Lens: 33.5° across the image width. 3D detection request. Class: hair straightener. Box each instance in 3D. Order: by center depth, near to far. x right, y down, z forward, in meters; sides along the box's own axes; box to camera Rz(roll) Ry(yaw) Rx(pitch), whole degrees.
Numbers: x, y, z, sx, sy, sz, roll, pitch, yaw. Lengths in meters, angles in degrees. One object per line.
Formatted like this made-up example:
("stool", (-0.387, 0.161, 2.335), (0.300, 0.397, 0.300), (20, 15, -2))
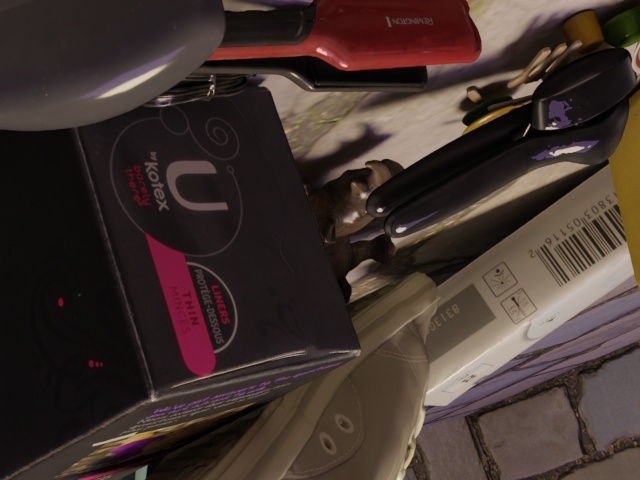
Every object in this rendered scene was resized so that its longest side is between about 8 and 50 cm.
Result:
("hair straightener", (-0.030, -0.078, 0.504), (0.230, 0.047, 0.089), (-17, 174, -38))

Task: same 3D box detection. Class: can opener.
("can opener", (0.001, -0.101, 0.389), (0.283, 0.095, 0.076), (-12, 165, -1))
("can opener", (0.112, -0.058, 0.665), (0.186, 0.059, 0.073), (-28, 122, -1))

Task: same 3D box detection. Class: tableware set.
("tableware set", (0.148, -0.106, 0.701), (0.104, 0.024, 0.154), (-16, 164, -22))

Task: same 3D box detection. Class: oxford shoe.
("oxford shoe", (0.003, 0.139, 0.748), (0.169, 0.130, 0.449), (-36, -177, 23))

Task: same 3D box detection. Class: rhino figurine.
("rhino figurine", (0.000, 0.000, 0.792), (0.106, 0.073, 0.243), (-16, 163, -23))

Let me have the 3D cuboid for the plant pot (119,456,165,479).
("plant pot", (-0.143, 0.334, 1.360), (0.341, 0.341, 0.334), (-8, 169, -35))

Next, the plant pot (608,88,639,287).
("plant pot", (0.345, -0.051, 0.812), (0.212, 0.212, 0.187), (-8, 174, -35))

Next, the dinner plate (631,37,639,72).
("dinner plate", (0.235, -0.149, 0.614), (0.141, 0.017, 0.141), (-30, 161, -12))

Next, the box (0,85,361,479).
("box", (-0.135, 0.044, 0.602), (0.143, 0.165, 0.270), (-5, 159, -46))

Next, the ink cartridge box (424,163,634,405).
("ink cartridge box", (0.251, 0.066, 1.162), (0.308, 0.091, 0.385), (-37, 159, 12))
